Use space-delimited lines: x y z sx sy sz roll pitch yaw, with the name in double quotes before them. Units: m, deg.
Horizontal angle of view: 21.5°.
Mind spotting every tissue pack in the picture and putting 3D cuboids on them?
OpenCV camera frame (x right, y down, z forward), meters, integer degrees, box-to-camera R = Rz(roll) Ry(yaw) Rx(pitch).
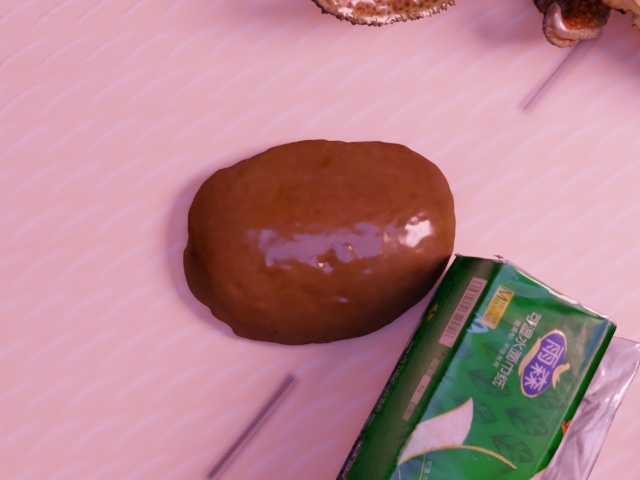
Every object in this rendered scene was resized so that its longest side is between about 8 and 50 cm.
"tissue pack" 0.123 0.134 1.181 0.156 0.148 0.209 28 86 -11

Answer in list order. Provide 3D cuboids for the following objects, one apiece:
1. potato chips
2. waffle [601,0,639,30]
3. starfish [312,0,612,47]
"potato chips" 0.000 0.000 1.227 0.202 0.049 0.150 -3 86 -2
"waffle" 0.306 -0.228 1.209 0.248 0.055 0.221 36 86 -29
"starfish" 0.119 -0.285 1.210 0.303 0.113 0.312 18 82 -16
